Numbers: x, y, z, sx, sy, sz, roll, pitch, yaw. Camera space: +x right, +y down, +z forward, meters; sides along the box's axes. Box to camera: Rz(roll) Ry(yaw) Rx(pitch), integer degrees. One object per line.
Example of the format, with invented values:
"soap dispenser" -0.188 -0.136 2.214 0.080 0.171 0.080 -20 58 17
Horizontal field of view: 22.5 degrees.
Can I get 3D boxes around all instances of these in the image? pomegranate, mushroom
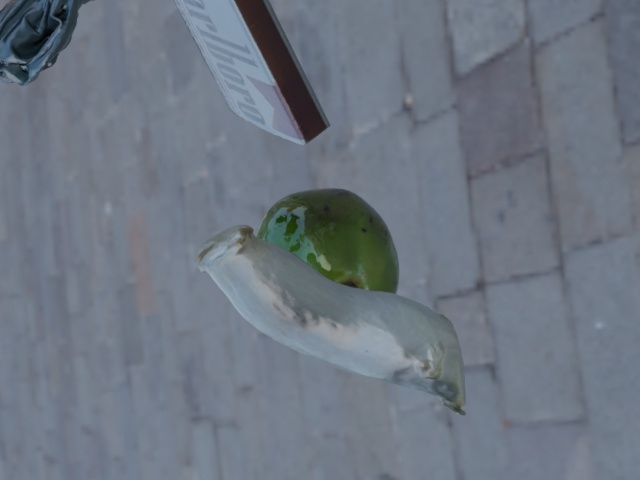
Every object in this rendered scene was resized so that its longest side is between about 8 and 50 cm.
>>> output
"pomegranate" 0.011 0.002 2.078 0.190 0.241 0.159 3 115 27
"mushroom" 0.022 0.089 1.778 0.109 0.351 0.097 -56 17 30

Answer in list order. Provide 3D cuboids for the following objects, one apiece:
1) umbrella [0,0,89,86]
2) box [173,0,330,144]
"umbrella" -0.326 -0.258 1.885 0.094 0.349 0.143 49 154 -17
"box" -0.065 -0.162 1.247 0.115 0.036 0.177 28 153 48
